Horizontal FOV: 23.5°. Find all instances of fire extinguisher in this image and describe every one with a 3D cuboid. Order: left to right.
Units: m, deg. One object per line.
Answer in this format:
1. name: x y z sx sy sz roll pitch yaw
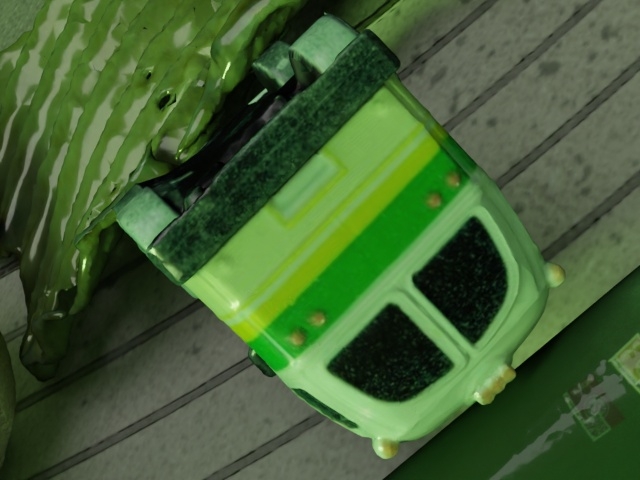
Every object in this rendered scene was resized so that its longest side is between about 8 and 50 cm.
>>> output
1. fire extinguisher: 0.120 0.078 0.661 0.311 0.095 0.114 -41 67 17

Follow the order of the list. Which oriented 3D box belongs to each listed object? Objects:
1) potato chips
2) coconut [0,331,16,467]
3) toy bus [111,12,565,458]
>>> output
1. potato chips: -0.127 -0.105 1.063 0.389 0.097 0.373 -51 33 7
2. coconut: -0.339 0.114 0.974 0.237 0.266 0.237 22 124 38
3. toy bus: 0.000 0.000 0.738 0.133 0.165 0.276 -45 7 -4
